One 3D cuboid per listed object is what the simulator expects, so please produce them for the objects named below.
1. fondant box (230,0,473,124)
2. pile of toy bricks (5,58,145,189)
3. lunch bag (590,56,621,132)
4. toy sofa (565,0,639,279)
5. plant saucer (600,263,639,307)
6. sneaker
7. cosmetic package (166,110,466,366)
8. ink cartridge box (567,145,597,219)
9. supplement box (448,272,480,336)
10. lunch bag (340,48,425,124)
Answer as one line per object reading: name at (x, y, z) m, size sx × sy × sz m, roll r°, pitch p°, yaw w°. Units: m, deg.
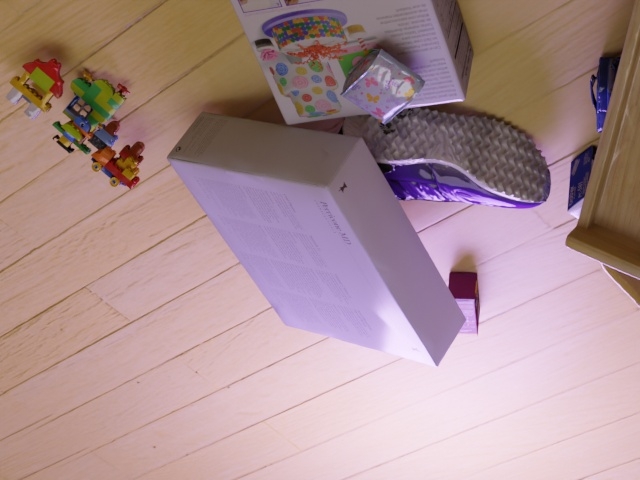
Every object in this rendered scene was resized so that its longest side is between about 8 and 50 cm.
fondant box at (0.023, -0.300, 1.746) m, size 0.238 × 0.096 × 0.330 m, roll -6°, pitch 133°, yaw 21°
pile of toy bricks at (-0.304, -0.174, 1.979) m, size 0.212 × 0.118 × 0.105 m, roll 41°, pitch 105°, yaw -5°
lunch bag at (0.364, -0.180, 1.803) m, size 0.065 × 0.067 × 0.098 m, roll 1°, pitch 135°, yaw 14°
toy sofa at (0.403, -0.141, 1.628) m, size 0.150 × 0.177 × 0.363 m, roll 24°, pitch 127°, yaw 23°
plant saucer at (0.570, 0.015, 1.839) m, size 0.332 × 0.081 × 0.333 m, roll -35°, pitch 117°, yaw 25°
sneaker at (0.152, -0.098, 1.935) m, size 0.293 × 0.102 × 0.146 m, roll 15°, pitch 154°, yaw -11°
cosmetic package at (0.000, 0.000, 1.983) m, size 0.284 × 0.097 × 0.377 m, roll 15°, pitch 150°, yaw 40°
ink cartridge box at (0.417, -0.030, 1.927) m, size 0.207 × 0.097 × 0.046 m, roll 32°, pitch 134°, yaw -18°
supplement box at (0.209, 0.093, 2.146) m, size 0.043 × 0.055 × 0.083 m, roll 1°, pitch 137°, yaw 12°
lunch bag at (0.077, -0.188, 1.743) m, size 0.071 × 0.053 × 0.083 m, roll 31°, pitch 145°, yaw -16°
